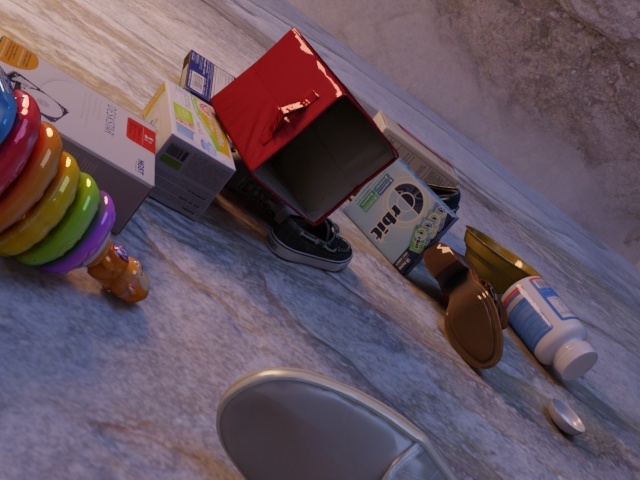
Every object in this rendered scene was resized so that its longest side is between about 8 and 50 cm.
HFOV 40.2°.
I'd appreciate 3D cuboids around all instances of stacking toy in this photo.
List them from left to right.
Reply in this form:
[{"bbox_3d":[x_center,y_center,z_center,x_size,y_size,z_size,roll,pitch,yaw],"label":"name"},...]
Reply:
[{"bbox_3d":[-0.283,-0.025,0.919,0.302,0.166,0.175,45,4,-36],"label":"stacking toy"}]

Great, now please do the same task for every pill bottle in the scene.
[{"bbox_3d":[0.496,0.193,1.898,0.124,0.124,0.221,21,28,-44],"label":"pill bottle"}]

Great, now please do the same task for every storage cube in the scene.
[{"bbox_3d":[-0.026,-0.178,1.369,0.215,0.183,0.193,39,14,-49],"label":"storage cube"}]

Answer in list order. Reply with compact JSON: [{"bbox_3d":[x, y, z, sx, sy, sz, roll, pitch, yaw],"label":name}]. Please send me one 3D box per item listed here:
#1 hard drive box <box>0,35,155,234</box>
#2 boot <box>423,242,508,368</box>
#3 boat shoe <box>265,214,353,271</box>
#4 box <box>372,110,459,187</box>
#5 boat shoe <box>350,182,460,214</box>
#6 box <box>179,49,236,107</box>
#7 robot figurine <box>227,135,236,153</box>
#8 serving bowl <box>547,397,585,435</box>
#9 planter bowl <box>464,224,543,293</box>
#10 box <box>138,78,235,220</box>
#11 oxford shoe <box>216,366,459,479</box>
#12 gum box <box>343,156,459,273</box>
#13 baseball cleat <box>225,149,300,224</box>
[{"bbox_3d":[-0.331,-0.135,1.112,0.232,0.089,0.181,31,22,-27],"label":"hard drive box"},{"bbox_3d":[0.309,0.149,1.708,0.220,0.109,0.283,37,19,-50],"label":"boot"},{"bbox_3d":[0.000,0.000,1.465,0.078,0.070,0.219,50,21,25],"label":"boat shoe"},{"bbox_3d":[0.190,-0.172,2.078,0.232,0.149,0.127,35,20,-18],"label":"box"},{"bbox_3d":[0.171,-0.104,1.866,0.254,0.079,0.095,16,33,13],"label":"boat shoe"},{"bbox_3d":[-0.175,-0.275,1.738,0.225,0.036,0.136,28,37,-25],"label":"box"},{"bbox_3d":[-0.097,-0.217,1.656,0.211,0.085,0.291,33,35,-20],"label":"robot figurine"},{"bbox_3d":[0.460,0.338,1.657,0.083,0.027,0.083,36,20,-15],"label":"serving bowl"},{"bbox_3d":[0.403,0.062,2.035,0.217,0.090,0.217,32,11,-7],"label":"planter bowl"},{"bbox_3d":[-0.212,-0.141,1.324,0.114,0.103,0.203,30,22,-29],"label":"box"},{"bbox_3d":[0.076,0.297,0.835,0.449,0.169,0.130,46,21,-1],"label":"oxford shoe"},{"bbox_3d":[0.159,-0.052,1.746,0.184,0.157,0.041,48,21,22],"label":"gum box"},{"bbox_3d":[-0.089,-0.080,1.476,0.206,0.072,0.109,20,35,-38],"label":"baseball cleat"}]
